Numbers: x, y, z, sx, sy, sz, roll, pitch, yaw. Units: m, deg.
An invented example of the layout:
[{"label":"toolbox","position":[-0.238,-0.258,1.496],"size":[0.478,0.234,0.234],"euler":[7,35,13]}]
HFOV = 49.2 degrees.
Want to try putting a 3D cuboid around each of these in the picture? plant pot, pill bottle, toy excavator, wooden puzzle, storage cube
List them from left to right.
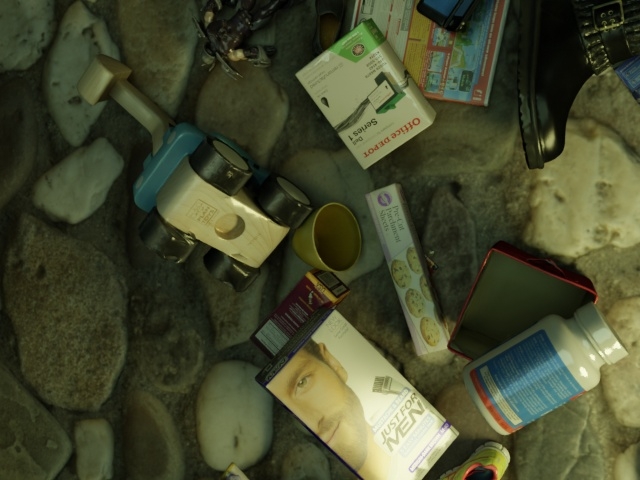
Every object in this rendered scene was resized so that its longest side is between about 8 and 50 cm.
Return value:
[{"label":"toy excavator","position":[-0.275,-0.160,1.388],"size":[0.433,0.445,0.222],"euler":[30,107,-31]},{"label":"plant pot","position":[0.000,0.000,1.356],"size":[0.095,0.134,0.134],"euler":[-10,92,44]},{"label":"wooden puzzle","position":[0.194,0.053,1.350],"size":[0.049,0.006,0.083],"euler":[45,107,10]},{"label":"storage cube","position":[0.349,0.123,1.207],"size":[0.183,0.193,0.215],"euler":[25,101,15]},{"label":"pill bottle","position":[0.337,0.188,1.050],"size":[0.221,0.124,0.124],"euler":[-36,83,19]}]

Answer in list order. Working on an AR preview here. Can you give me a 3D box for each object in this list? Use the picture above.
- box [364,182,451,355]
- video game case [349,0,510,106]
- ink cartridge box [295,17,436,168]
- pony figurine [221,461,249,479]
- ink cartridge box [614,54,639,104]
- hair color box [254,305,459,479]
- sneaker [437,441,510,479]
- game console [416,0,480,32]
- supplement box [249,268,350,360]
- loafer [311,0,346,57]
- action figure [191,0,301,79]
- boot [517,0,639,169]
[{"label":"box","position":[0.167,0.054,1.320],"size":[0.067,0.063,0.324],"euler":[-18,89,18]},{"label":"video game case","position":[0.191,-0.373,1.304],"size":[0.285,0.025,0.204],"euler":[13,98,17]},{"label":"ink cartridge box","position":[0.087,-0.265,1.279],"size":[0.160,0.092,0.219],"euler":[-33,100,23]},{"label":"pony figurine","position":[-0.072,0.607,1.375],"size":[0.363,0.303,0.351],"euler":[35,136,9]},{"label":"ink cartridge box","position":[0.659,-0.225,1.145],"size":[0.186,0.065,0.311],"euler":[-40,80,18]},{"label":"hair color box","position":[0.067,0.302,1.273],"size":[0.339,0.110,0.185],"euler":[45,77,-9]},{"label":"sneaker","position":[0.269,0.469,1.315],"size":[0.081,0.094,0.208],"euler":[38,106,10]},{"label":"game console","position":[0.239,-0.441,1.235],"size":[0.071,0.107,0.122],"euler":[29,105,-15]},{"label":"supplement box","position":[-0.040,0.146,1.384],"size":[0.081,0.104,0.188],"euler":[44,106,9]},{"label":"loafer","position":[0.020,-0.430,1.329],"size":[0.062,0.061,0.170],"euler":[3,100,-8]},{"label":"action figure","position":[-0.139,-0.439,1.375],"size":[0.285,0.099,0.185],"euler":[-40,89,21]},{"label":"boot","position":[0.461,-0.292,1.156],"size":[0.260,0.131,0.348],"euler":[2,90,18]}]
